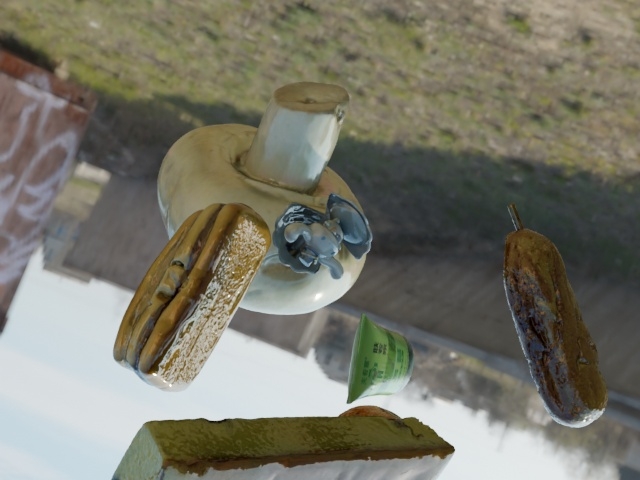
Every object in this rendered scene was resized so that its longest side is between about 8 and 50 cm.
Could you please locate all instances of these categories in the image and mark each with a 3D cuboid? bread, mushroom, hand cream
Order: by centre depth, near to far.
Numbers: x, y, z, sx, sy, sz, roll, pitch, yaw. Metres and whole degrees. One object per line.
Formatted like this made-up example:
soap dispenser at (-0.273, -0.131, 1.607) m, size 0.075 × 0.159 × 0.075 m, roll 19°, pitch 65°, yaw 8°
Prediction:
bread at (-0.035, 0.240, 1.013) m, size 0.361 × 0.138 × 0.077 m, roll 7°, pitch -150°, yaw -41°
bread at (-0.126, 0.052, 1.026) m, size 0.077 × 0.200 × 0.116 m, roll 26°, pitch 173°, yaw 27°
hand cream at (0.066, 0.135, 1.146) m, size 0.046 × 0.095 × 0.175 m, roll 9°, pitch 174°, yaw 19°
bread at (0.337, 0.108, 1.520) m, size 0.084 × 0.344 × 0.124 m, roll -19°, pitch 177°, yaw 32°
mushroom at (-0.097, -0.058, 1.591) m, size 0.325 × 0.353 × 0.353 m, roll -2°, pitch 169°, yaw 15°

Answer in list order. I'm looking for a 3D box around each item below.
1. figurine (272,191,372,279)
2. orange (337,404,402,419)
figurine at (0.000, 0.000, 1.094) m, size 0.082 × 0.086 × 0.094 m, roll 16°, pitch 131°, yaw 58°
orange at (0.068, 0.279, 1.368) m, size 0.136 × 0.117 × 0.135 m, roll 34°, pitch 175°, yaw 3°
